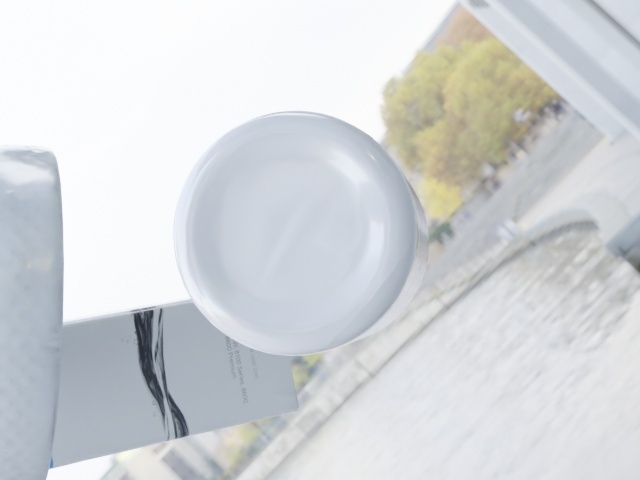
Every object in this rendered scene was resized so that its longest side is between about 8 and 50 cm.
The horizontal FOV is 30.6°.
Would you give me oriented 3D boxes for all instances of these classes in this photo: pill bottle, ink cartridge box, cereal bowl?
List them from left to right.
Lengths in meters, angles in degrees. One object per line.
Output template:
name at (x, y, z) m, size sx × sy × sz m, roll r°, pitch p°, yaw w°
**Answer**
cereal bowl at (-0.328, 0.072, 1.083) m, size 0.141 × 0.339 × 0.339 m, roll 4°, pitch -29°, yaw -20°
ink cartridge box at (-0.262, 0.172, 1.441) m, size 0.395 × 0.166 × 0.285 m, roll -10°, pitch -3°, yaw -23°
pill bottle at (0.000, 0.000, 0.832) m, size 0.153 × 0.153 × 0.265 m, roll -47°, pitch -8°, yaw 4°
